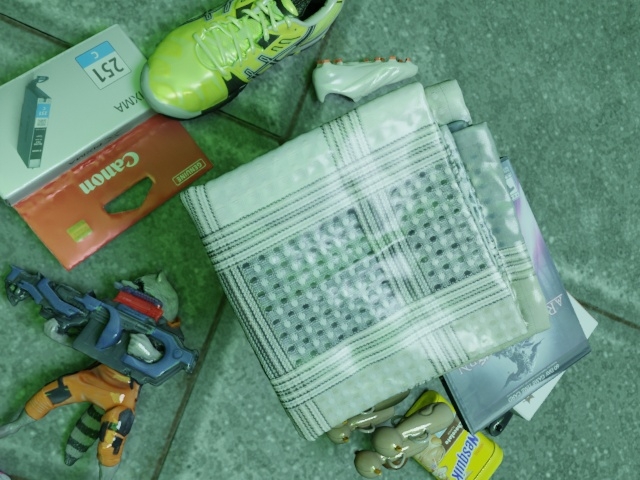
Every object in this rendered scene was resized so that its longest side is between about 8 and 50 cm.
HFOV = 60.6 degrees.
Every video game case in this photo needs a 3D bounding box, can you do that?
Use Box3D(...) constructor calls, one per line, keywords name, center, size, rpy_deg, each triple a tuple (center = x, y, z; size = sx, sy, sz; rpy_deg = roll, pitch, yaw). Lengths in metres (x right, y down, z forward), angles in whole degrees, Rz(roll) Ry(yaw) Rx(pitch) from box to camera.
Box3D(name="video game case", center=(0.199, 0.064, 0.658), size=(0.196, 0.026, 0.274), rpy_deg=(-29, 98, -14))

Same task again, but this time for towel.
Box3D(name="towel", center=(0.062, 0.022, 0.580), size=(0.324, 0.056, 0.312), rpy_deg=(-25, 98, -3))

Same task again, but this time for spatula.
Box3D(name="spatula", center=(0.419, 0.261, 1.072), size=(0.084, 0.030, 0.296), rpy_deg=(44, 79, -12))

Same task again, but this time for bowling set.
Box3D(name="bowling set", center=(0.079, 0.312, 0.877), size=(0.154, 0.287, 0.200), rpy_deg=(-17, 107, -23))

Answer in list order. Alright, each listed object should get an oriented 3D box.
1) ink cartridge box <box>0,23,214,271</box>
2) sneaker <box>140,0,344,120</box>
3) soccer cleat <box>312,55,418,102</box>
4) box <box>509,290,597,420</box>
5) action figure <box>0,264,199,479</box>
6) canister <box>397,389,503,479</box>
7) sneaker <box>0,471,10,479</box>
Box3D(name="ink cartridge box", center=(-0.348, -0.145, 0.836), size=(0.296, 0.066, 0.261), rpy_deg=(-41, 99, -22))
Box3D(name="sneaker", center=(-0.118, -0.330, 0.857), size=(0.384, 0.147, 0.145), rpy_deg=(-42, 100, -21))
Box3D(name="soccer cleat", center=(0.080, -0.286, 0.979), size=(0.196, 0.068, 0.076), rpy_deg=(-7, 106, -13))
Box3D(name="box", center=(0.199, 0.103, 0.855), size=(0.215, 0.345, 0.168), rpy_deg=(43, 80, -11))
Box3D(name="action figure", center=(-0.349, 0.179, 0.842), size=(0.341, 0.178, 0.330), rpy_deg=(29, 75, 17))
Box3D(name="canister", center=(0.231, 0.373, 1.001), size=(0.170, 0.073, 0.126), rpy_deg=(43, 81, -9))
Box3D(name="sneaker", center=(-0.528, 0.334, 0.784), size=(0.103, 0.111, 0.252), rpy_deg=(-35, 97, -12))
